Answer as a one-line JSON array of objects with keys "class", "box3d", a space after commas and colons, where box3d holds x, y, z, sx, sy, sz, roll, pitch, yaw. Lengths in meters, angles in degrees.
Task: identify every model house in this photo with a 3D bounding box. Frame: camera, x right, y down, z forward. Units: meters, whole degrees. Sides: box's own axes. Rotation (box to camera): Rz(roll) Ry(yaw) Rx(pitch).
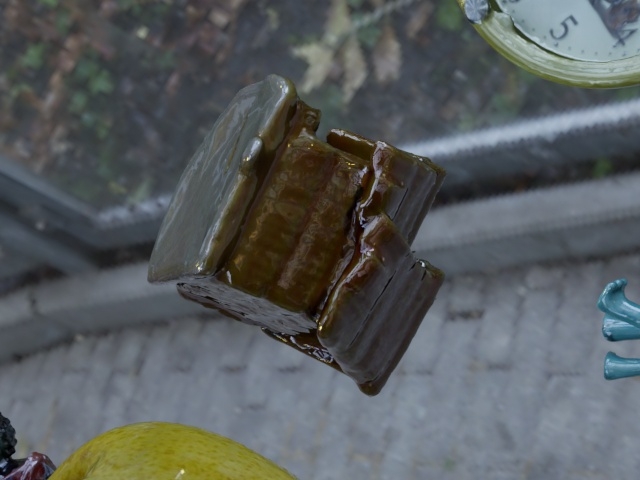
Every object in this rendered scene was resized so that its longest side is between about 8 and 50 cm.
[{"class": "model house", "box3d": [-0.001, -0.001, 1.498, 0.199, 0.229, 0.219, -64, 19, -2]}]

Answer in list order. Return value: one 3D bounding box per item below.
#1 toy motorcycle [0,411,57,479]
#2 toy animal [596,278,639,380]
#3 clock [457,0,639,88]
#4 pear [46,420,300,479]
[{"class": "toy motorcycle", "box3d": [-0.302, 0.253, 1.665, 0.122, 0.082, 0.213, 26, 117, 14]}, {"class": "toy animal", "box3d": [0.276, 0.058, 1.122, 0.208, 0.100, 0.103, 5, 95, 12]}, {"class": "clock", "box3d": [0.192, -0.212, 1.175, 0.237, 0.057, 0.237, -1, 88, 27]}, {"class": "pear", "box3d": [-0.094, 0.282, 1.169, 0.314, 0.314, 0.314, -24, 53, 35]}]
